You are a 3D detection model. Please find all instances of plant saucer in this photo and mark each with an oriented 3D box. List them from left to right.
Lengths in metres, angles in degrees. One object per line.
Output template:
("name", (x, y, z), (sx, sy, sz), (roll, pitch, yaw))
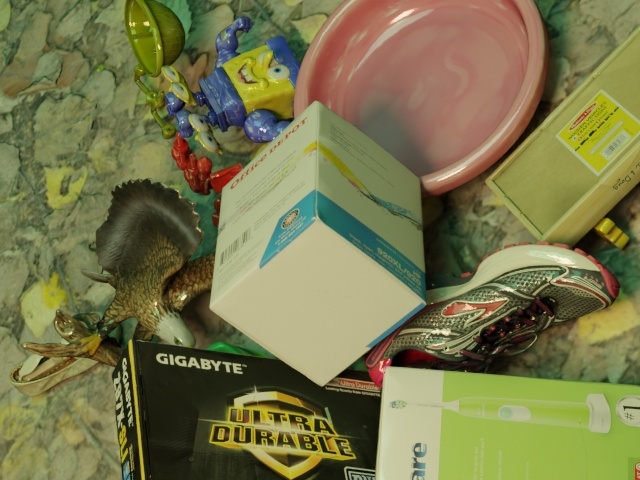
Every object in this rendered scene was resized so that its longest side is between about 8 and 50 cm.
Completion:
("plant saucer", (0.129, -0.189, 1.978), (0.332, 0.084, 0.332), (-14, 59, 24))

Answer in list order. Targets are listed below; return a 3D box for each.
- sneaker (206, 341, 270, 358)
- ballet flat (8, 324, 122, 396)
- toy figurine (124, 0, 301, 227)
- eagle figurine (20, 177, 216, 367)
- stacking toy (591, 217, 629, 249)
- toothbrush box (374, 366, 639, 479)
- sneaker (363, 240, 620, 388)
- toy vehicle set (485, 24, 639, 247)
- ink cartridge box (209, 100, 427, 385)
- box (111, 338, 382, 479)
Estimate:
("sneaker", (-0.075, 0.240, 1.859), (0.109, 0.123, 0.295), (-38, 51, 12))
("ballet flat", (-0.336, 0.153, 2.119), (0.168, 0.052, 0.057), (-34, 52, 13))
("toy figurine", (-0.101, -0.195, 2.134), (0.217, 0.191, 0.362), (-20, 51, -13))
("eagle figurine", (-0.183, 0.051, 1.977), (0.225, 0.226, 0.298), (42, 111, 7))
("stacking toy", (0.398, -0.039, 1.723), (0.167, 0.052, 0.221), (-51, 35, 0))
("toothbrush box", (0.195, 0.249, 1.607), (0.283, 0.122, 0.206), (4, 65, 1))
("sneaker", (0.186, 0.090, 1.768), (0.299, 0.121, 0.112), (-18, 48, 27))
("toy vehicle set", (0.317, -0.116, 1.810), (0.267, 0.035, 0.166), (-45, 31, 9))
("ink cartridge box", (0.000, 0.000, 1.784), (0.171, 0.168, 0.232), (-41, 27, 27))
("box", (-0.051, 0.243, 1.712), (0.079, 0.322, 0.257), (122, 149, -42))
